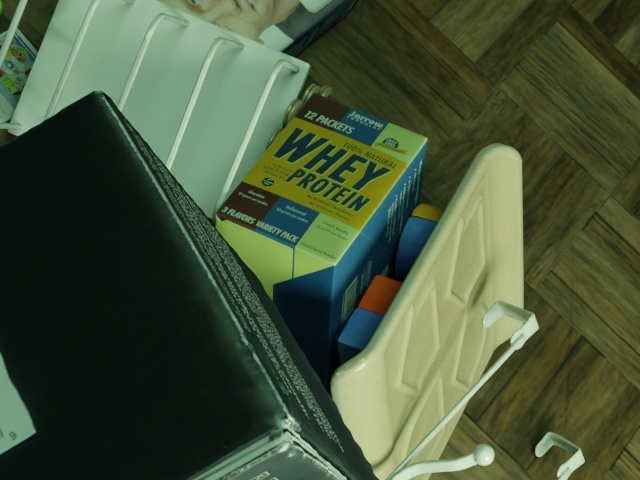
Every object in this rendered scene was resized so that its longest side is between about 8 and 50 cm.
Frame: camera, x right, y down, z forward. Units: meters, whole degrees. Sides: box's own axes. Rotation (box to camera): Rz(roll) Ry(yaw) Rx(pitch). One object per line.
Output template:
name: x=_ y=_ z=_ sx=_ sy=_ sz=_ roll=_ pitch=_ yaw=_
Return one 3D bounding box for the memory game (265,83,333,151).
memory game: x=-0.028 y=-0.081 z=1.790 sx=0.012 sy=0.186 sz=0.186 roll=23 pitch=53 yaw=17

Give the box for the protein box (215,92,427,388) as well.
protein box: x=0.000 y=0.000 z=1.722 sx=0.136 sy=0.200 sz=0.201 roll=23 pitch=51 yaw=17

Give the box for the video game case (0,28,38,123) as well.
video game case: x=-0.352 y=-0.174 z=1.827 sx=0.087 sy=0.011 sz=0.122 roll=49 pitch=55 yaw=4

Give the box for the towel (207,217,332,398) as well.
towel: x=-0.045 y=0.056 z=1.851 sx=0.312 sy=0.056 sz=0.324 roll=35 pitch=53 yaw=-10

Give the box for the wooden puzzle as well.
wooden puzzle: x=0.105 y=0.108 z=1.766 sx=0.080 sy=0.322 sz=0.348 roll=20 pitch=53 yaw=24

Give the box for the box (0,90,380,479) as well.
box: x=-0.239 y=0.192 z=1.295 sx=0.480 sy=0.472 sz=0.297 roll=-31 pitch=69 yaw=0

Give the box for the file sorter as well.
file sorter: x=-0.180 y=-0.147 z=1.715 sx=0.277 sy=0.173 sz=0.193 roll=23 pitch=95 yaw=4

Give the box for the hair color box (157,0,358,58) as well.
hair color box: x=-0.106 y=-0.266 z=1.939 sx=0.174 sy=0.105 sz=0.347 roll=46 pitch=55 yaw=1

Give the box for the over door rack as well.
over door rack: x=0.185 y=0.257 z=1.750 sx=0.324 sy=0.108 sz=0.239 roll=-53 pitch=135 yaw=-34

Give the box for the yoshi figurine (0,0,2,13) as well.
yoshi figurine: x=-0.401 y=-0.339 z=1.771 sx=0.362 sy=0.203 sz=0.204 roll=-20 pitch=86 yaw=-20
